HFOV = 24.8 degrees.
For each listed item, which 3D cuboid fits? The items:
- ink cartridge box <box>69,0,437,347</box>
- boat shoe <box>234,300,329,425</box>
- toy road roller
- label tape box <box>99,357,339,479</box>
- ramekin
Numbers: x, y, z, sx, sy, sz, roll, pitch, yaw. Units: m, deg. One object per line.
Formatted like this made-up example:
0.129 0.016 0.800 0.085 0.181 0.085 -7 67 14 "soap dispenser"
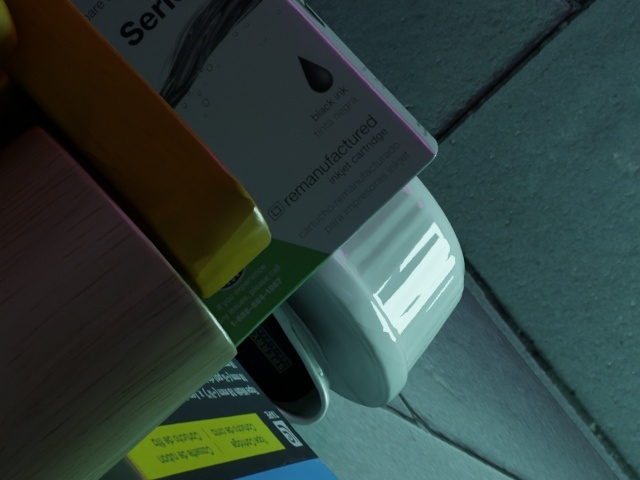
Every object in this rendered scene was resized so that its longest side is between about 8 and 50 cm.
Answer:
-0.069 -0.075 0.781 0.219 0.160 0.092 45 8 -4 "ink cartridge box"
-0.079 0.040 1.095 0.258 0.095 0.084 42 6 -22 "boat shoe"
-0.189 -0.051 0.492 0.329 0.202 0.240 46 -8 11 "toy road roller"
-0.126 0.072 0.717 0.334 0.106 0.240 49 9 14 "label tape box"
0.000 0.000 1.209 0.273 0.127 0.273 41 -17 16 "ramekin"
